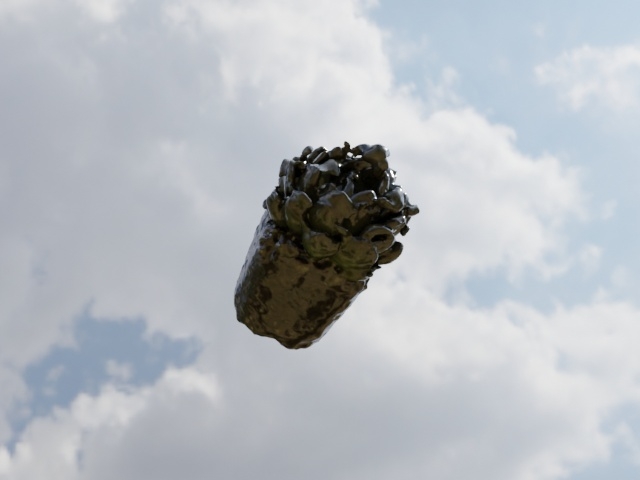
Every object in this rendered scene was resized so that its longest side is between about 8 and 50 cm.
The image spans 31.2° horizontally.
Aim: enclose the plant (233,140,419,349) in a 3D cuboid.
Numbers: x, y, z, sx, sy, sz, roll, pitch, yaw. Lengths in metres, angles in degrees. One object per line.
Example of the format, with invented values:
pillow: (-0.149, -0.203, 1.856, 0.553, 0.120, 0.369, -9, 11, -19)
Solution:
plant: (0.000, 0.000, 0.734, 0.092, 0.094, 0.143, 28, -53, -5)
